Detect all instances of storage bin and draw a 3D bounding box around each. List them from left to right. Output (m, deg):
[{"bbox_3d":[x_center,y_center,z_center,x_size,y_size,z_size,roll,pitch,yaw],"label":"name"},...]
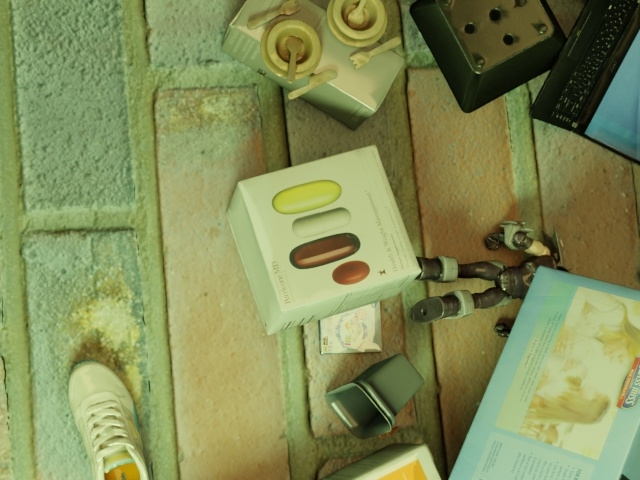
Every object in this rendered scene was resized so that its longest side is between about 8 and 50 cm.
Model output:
[{"bbox_3d":[0.085,0.216,1.851,0.091,0.135,0.098,-40,91,-25],"label":"storage bin"}]

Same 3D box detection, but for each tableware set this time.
[{"bbox_3d":[0.009,-0.289,1.823,0.194,0.039,0.128,-29,88,-16],"label":"tableware set"}]

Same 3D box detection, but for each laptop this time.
[{"bbox_3d":[0.458,-0.243,1.951,0.137,0.264,0.234,32,102,28],"label":"laptop"}]

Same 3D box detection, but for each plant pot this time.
[{"bbox_3d":[0.249,-0.312,1.917,0.187,0.167,0.188,-28,89,5],"label":"plant pot"}]

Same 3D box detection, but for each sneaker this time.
[{"bbox_3d":[-0.277,0.267,1.778,0.087,0.092,0.228,-19,85,-13],"label":"sneaker"}]

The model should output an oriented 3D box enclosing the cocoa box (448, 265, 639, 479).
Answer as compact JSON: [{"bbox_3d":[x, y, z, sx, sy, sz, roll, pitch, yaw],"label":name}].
[{"bbox_3d":[0.365,0.248,1.791,0.228,0.231,0.347,41,69,-50],"label":"cocoa box"}]

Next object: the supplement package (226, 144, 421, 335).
[{"bbox_3d":[0.000,0.000,1.839,0.203,0.149,0.194,-17,77,-15],"label":"supplement package"}]

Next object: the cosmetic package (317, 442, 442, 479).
[{"bbox_3d":[-0.028,0.465,1.769,0.453,0.161,0.230,-25,87,-14],"label":"cosmetic package"}]

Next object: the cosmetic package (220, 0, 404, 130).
[{"bbox_3d":[-0.013,-0.266,1.900,0.238,0.127,0.107,33,76,-4],"label":"cosmetic package"}]

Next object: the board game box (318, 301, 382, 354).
[{"bbox_3d":[0.041,0.118,1.908,0.090,0.020,0.090,-1,82,-11],"label":"board game box"}]

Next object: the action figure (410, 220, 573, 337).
[{"bbox_3d":[0.259,0.061,1.928,0.285,0.099,0.185,-1,75,-27],"label":"action figure"}]
